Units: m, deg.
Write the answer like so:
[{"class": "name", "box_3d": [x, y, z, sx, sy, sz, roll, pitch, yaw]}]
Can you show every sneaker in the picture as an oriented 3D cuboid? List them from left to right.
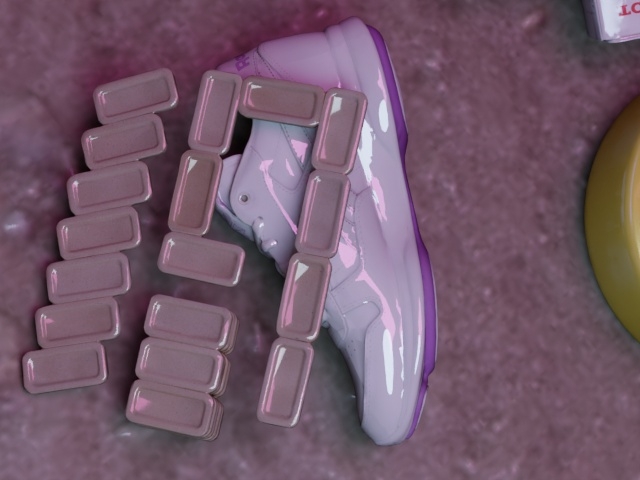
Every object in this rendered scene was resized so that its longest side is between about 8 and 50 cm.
[{"class": "sneaker", "box_3d": [0.000, 0.000, 1.399, 0.152, 0.114, 0.305, -10, 80, -2]}]

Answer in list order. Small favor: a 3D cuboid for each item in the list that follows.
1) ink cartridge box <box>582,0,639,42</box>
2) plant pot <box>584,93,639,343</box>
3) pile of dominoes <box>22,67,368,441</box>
[{"class": "ink cartridge box", "box_3d": [0.261, -0.259, 1.513, 0.139, 0.082, 0.191, -11, 100, -1]}, {"class": "plant pot", "box_3d": [0.352, -0.026, 1.428, 0.254, 0.239, 0.254, 2, 84, -15]}, {"class": "pile of dominoes", "box_3d": [-0.084, 0.007, 1.349, 0.196, 0.040, 0.251, 11, 81, 11]}]
